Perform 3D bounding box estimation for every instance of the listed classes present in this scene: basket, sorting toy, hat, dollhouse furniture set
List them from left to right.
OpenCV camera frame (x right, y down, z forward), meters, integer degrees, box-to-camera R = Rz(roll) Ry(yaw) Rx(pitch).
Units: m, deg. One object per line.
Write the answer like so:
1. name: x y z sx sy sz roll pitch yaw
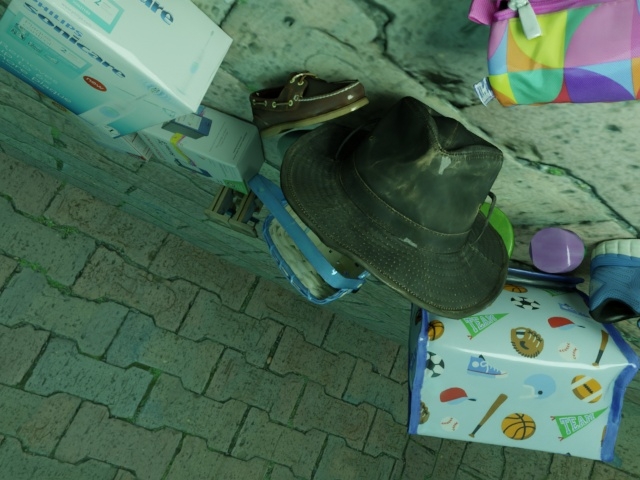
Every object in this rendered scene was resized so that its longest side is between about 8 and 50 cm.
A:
1. dollhouse furniture set: -0.187 -0.074 1.186 0.128 0.129 0.184 21 165 6
2. basket: 0.000 0.000 0.905 0.255 0.201 0.289 53 -173 23
3. hat: 0.124 -0.078 0.541 0.331 0.331 0.134 26 127 -12
4. sorting toy: 0.283 0.001 0.827 0.126 0.127 0.365 4 -177 -39

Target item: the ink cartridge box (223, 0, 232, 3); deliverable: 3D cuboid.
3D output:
1. ink cartridge box: -0.056 -0.275 0.301 0.160 0.093 0.219 33 163 -32

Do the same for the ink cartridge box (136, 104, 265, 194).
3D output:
1. ink cartridge box: -0.227 -0.187 0.908 0.212 0.093 0.154 24 167 4

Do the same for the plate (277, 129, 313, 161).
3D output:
1. plate: 0.032 -0.113 0.657 0.188 0.188 0.024 24 126 -2

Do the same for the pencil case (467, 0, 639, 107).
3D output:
1. pencil case: 0.230 -0.145 0.324 0.236 0.104 0.104 9 160 40

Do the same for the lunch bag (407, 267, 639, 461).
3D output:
1. lunch bag: 0.327 0.169 0.882 0.327 0.239 0.385 7 -159 10

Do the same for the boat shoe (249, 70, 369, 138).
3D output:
1. boat shoe: -0.028 -0.188 0.630 0.207 0.073 0.073 0 116 45

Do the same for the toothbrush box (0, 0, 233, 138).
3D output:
1. toothbrush box: -0.299 -0.265 0.647 0.295 0.126 0.216 3 156 46

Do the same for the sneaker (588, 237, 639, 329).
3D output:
1. sneaker: 0.499 0.073 0.608 0.129 0.147 0.330 26 165 -13

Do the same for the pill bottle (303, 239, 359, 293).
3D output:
1. pill bottle: 0.026 0.056 1.348 0.219 0.123 0.123 24 166 -1

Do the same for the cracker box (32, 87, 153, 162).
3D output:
1. cracker box: -0.486 -0.274 1.046 0.155 0.067 0.232 20 165 15
